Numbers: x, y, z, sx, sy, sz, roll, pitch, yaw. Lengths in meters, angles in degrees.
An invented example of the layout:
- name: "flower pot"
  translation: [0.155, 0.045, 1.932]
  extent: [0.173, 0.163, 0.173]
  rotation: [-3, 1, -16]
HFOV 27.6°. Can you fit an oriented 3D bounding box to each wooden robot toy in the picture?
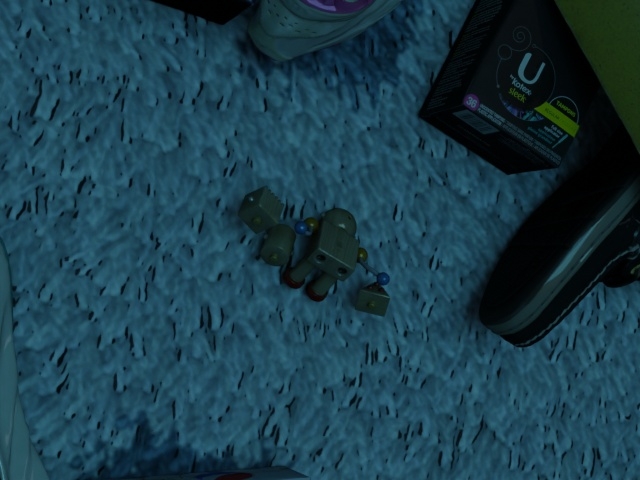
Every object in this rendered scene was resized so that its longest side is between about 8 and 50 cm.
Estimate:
- name: "wooden robot toy"
  translation: [0.000, 0.000, 1.210]
  extent: [0.173, 0.076, 0.079]
  rotation: [32, 44, -17]

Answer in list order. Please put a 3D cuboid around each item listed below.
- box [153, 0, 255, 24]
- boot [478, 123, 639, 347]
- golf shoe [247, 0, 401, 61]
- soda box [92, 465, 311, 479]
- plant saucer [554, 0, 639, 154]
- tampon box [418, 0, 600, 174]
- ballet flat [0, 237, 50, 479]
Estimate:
- name: "box"
  translation: [-0.168, -0.319, 1.120]
  extent: [0.261, 0.103, 0.184]
  rotation: [15, 82, -19]
- name: "boot"
  translation: [0.357, 0.036, 1.293]
  extent: [0.377, 0.138, 0.284]
  rotation: [-46, 104, -23]
- name: "golf shoe"
  translation: [0.046, -0.260, 1.201]
  extent: [0.306, 0.140, 0.115]
  rotation: [-33, 83, -39]
- name: "soda box"
  translation: [-0.119, 0.243, 1.145]
  extent: [0.216, 0.074, 0.069]
  rotation: [0, 90, -20]
- name: "plant saucer"
  translation: [0.396, -0.197, 1.240]
  extent: [0.332, 0.081, 0.333]
  rotation: [-19, 77, -37]
- name: "tampon box"
  translation: [0.194, -0.163, 1.249]
  extent: [0.120, 0.101, 0.161]
  rotation: [30, 79, -17]
- name: "ballet flat"
  translation: [-0.295, 0.177, 1.042]
  extent: [0.139, 0.139, 0.400]
  rotation: [-10, 90, -20]
